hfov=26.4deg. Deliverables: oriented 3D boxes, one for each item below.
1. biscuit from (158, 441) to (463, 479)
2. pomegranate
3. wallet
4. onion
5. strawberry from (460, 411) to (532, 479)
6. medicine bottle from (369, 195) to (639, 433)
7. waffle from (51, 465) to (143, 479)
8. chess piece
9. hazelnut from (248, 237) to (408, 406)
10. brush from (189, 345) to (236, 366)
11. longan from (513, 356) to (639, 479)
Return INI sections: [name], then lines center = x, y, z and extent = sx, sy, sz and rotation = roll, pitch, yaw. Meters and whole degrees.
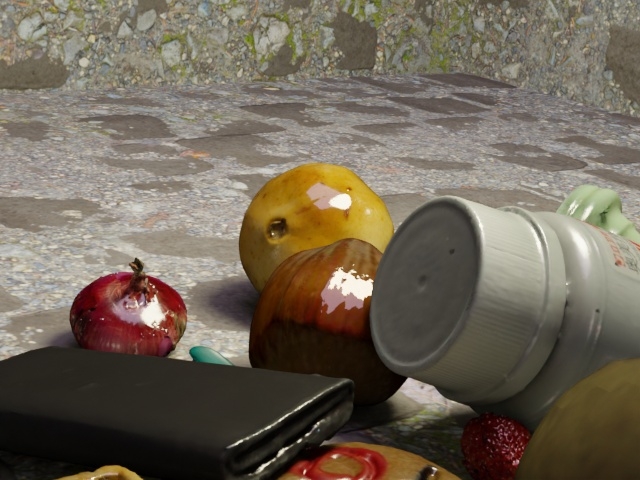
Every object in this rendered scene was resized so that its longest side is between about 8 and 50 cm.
[biscuit]
center = -0.038, 0.254, 1.232
extent = 0.367, 0.063, 0.314
rotation = -10, 22, -30
[pomegranate]
center = -0.005, 0.000, 1.886
extent = 0.233, 0.233, 0.233
rotation = 6, 16, -2
[wallet]
center = -0.190, 0.171, 1.376
extent = 0.406, 0.062, 0.228
rotation = 4, 13, 32
[onion]
center = -0.235, 0.072, 1.683
extent = 0.150, 0.140, 0.150
rotation = 3, 33, -2
[strawberry]
center = 0.192, 0.228, 1.435
extent = 0.083, 0.083, 0.096
rotation = -1, 21, -24
[medicine bottle]
center = 0.233, 0.088, 1.515
extent = 0.306, 0.245, 0.245
rotation = 18, 9, -30
[waffle]
center = -0.231, 0.277, 0.984
extent = 0.327, 0.098, 0.224
rotation = -16, 28, -29
[chess piece]
center = 0.481, 0.053, 1.983
extent = 0.299, 0.195, 0.194
rotation = 24, 22, 24
[hazelnut]
center = 0.016, 0.096, 1.606
extent = 0.210, 0.210, 0.186
rotation = 12, 13, 19
[brush]
center = -0.089, 0.180, 1.580
extent = 0.043, 0.032, 0.193
rotation = -4, 31, -46
[longan]
center = 0.324, 0.238, 1.047
extent = 0.360, 0.361, 0.361
rotation = 6, 16, -2
